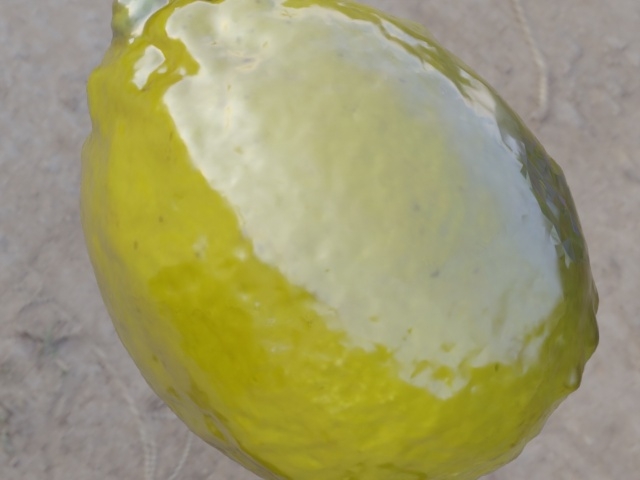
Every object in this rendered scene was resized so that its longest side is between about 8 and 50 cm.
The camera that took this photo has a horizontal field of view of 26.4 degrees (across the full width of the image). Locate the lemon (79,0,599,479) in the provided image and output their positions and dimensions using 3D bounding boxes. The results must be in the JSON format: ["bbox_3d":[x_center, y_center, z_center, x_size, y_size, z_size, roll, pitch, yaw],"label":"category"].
[{"bbox_3d":[0.004,0.006,0.791,0.316,0.285,0.285,21,43,-3],"label":"lemon"}]
